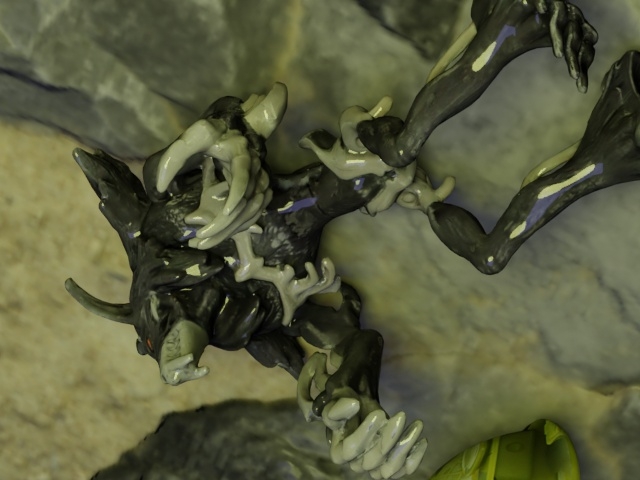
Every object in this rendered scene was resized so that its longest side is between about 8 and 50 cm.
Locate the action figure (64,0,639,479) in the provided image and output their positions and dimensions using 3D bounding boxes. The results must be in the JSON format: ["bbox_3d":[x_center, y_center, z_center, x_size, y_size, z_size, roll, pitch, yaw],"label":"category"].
[{"bbox_3d":[0.000,0.000,0.581,0.276,0.141,0.164,-30,114,25],"label":"action figure"}]

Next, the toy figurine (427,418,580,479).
[{"bbox_3d":[-0.033,0.240,0.651,0.217,0.191,0.362,15,112,1],"label":"toy figurine"}]
